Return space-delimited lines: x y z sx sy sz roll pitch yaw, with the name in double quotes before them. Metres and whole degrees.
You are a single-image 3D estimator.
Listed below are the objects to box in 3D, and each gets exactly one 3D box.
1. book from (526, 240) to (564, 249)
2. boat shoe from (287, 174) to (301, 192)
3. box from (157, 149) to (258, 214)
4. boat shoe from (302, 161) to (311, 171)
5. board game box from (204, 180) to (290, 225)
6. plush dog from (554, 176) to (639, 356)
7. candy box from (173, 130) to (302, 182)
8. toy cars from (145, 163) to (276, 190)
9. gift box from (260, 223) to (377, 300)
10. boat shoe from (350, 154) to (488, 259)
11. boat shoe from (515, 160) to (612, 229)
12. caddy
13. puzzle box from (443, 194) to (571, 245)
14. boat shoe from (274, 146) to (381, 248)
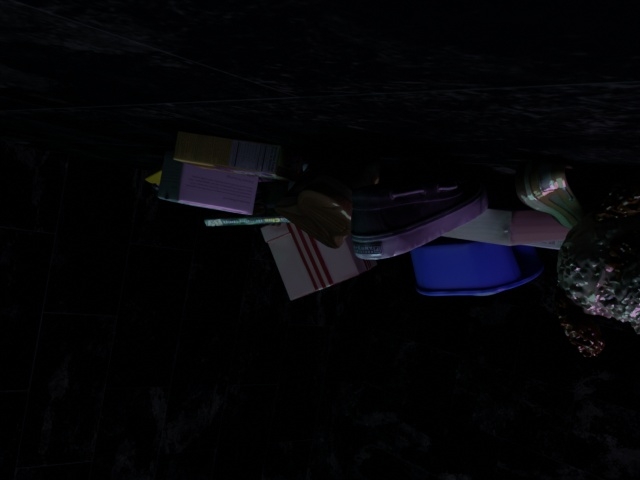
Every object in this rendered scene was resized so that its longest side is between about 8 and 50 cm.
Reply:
"book" 0.396 0.001 1.121 0.144 0.035 0.096 9 -173 42
"boat shoe" 0.013 -0.100 1.531 0.119 0.121 0.335 2 -166 -15
"box" -0.259 -0.134 1.571 0.182 0.119 0.181 10 -178 -28
"boat shoe" 0.022 -0.116 1.190 0.040 0.049 0.142 -33 -151 -25
"board game box" -0.153 -0.095 1.718 0.260 0.030 0.136 -2 -136 6
"plush dog" 0.383 0.033 0.768 0.225 0.262 0.210 14 -158 2
"candy box" -0.136 -0.139 1.145 0.187 0.053 0.109 12 -179 17
"toy cars" -0.267 -0.156 1.851 0.394 0.087 0.176 7 155 -5
"gift box" 0.000 0.000 1.930 0.255 0.258 0.276 -22 176 14
"boat shoe" 0.135 -0.065 0.913 0.108 0.102 0.301 1 -163 40
"boat shoe" 0.305 -0.052 0.797 0.190 0.068 0.072 7 167 -44
"caddy" 0.392 0.057 1.743 0.341 0.179 0.241 -5 -165 45
"puzzle box" 0.248 -0.047 1.172 0.272 0.052 0.409 -5 -170 -36
"boat shoe" 0.017 -0.074 1.064 0.123 0.123 0.342 34 169 -4
